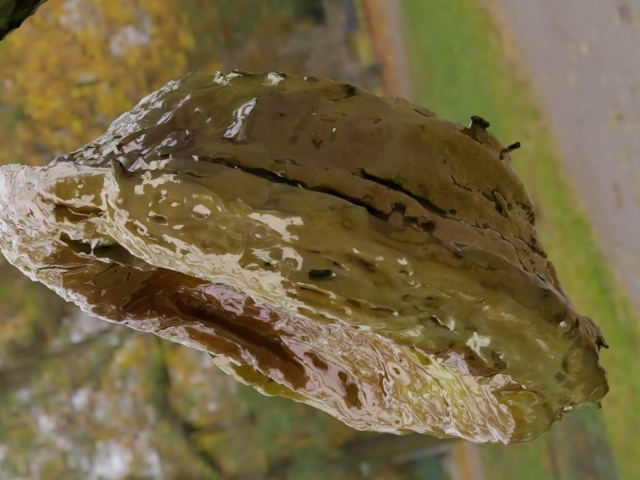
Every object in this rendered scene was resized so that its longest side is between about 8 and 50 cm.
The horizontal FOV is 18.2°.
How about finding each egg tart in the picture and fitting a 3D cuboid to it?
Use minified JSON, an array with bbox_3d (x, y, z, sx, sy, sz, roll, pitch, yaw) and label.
[{"bbox_3d":[0.000,0.000,1.055,0.352,0.352,0.150,73,-148,-74],"label":"egg tart"}]

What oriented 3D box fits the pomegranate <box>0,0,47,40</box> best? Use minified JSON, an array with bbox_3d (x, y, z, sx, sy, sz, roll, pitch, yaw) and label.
[{"bbox_3d":[-0.189,-0.188,0.763,0.204,0.222,0.276,-62,-17,-20],"label":"pomegranate"}]
